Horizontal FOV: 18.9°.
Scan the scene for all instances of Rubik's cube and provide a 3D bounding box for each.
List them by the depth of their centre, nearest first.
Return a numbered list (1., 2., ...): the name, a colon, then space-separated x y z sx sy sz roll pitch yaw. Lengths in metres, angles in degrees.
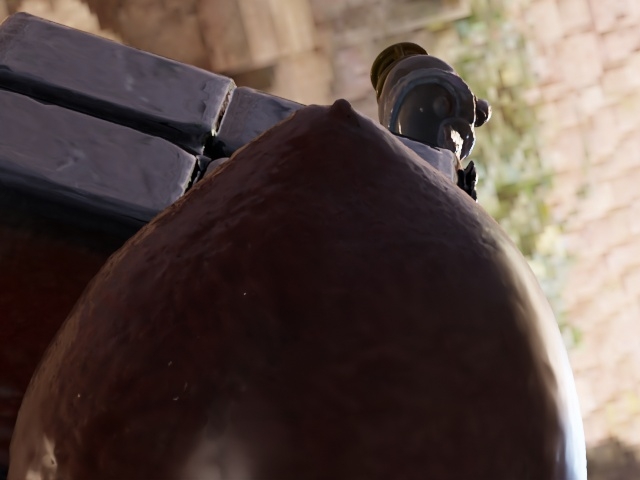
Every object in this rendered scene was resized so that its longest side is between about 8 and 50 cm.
1. Rubik's cube: -0.104 0.084 1.111 0.318 0.313 0.316 17 -160 -1

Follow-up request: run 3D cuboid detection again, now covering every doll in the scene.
1. doll: 0.084 -0.087 1.325 0.084 0.073 0.127 4 -148 -22

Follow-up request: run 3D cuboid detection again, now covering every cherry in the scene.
1. cherry: -0.001 0.084 0.747 0.239 0.206 0.239 -8 141 -7
